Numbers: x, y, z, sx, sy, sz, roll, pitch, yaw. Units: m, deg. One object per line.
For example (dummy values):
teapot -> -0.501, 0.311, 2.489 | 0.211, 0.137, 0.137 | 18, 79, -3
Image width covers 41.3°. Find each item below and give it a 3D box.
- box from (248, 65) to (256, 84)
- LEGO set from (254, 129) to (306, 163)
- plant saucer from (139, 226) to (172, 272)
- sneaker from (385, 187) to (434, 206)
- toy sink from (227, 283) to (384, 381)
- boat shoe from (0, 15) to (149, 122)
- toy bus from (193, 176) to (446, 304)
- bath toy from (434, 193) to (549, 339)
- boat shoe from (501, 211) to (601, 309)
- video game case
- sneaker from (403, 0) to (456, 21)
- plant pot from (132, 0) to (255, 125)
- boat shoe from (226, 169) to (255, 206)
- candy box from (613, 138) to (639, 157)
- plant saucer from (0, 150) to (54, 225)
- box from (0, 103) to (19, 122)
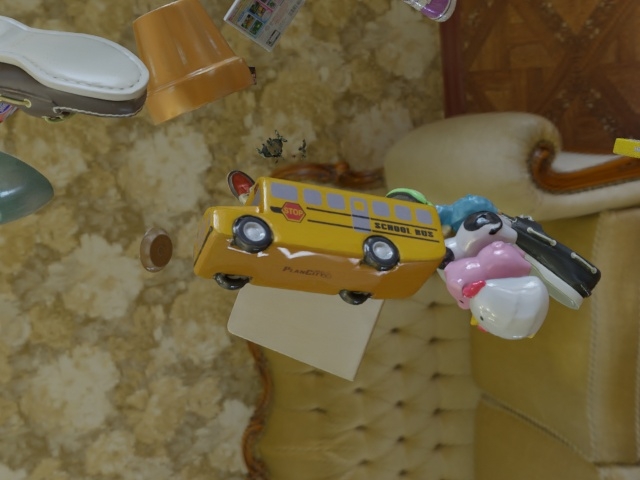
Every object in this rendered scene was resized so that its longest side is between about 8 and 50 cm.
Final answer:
box -> -0.284, -0.359, 1.920 | 0.233, 0.159, 0.044 | -2, 98, 27
LEGO set -> -0.063, -0.144, 1.350 | 0.023, 0.083, 0.054 | 136, 152, -76
plant saucer -> -0.291, 0.018, 1.528 | 0.015, 0.083, 0.083 | 6, 109, 32
sneaker -> 0.143, 0.031, 2.276 | 0.185, 0.202, 0.483 | 42, 136, -5
toy sink -> -0.021, 0.128, 1.476 | 0.131, 0.234, 0.152 | 39, -109, -84
boat shoe -> -0.361, -0.212, 1.108 | 0.325, 0.116, 0.096 | 17, 132, 17
toy bus -> 0.000, 0.000, 1.153 | 0.108, 0.333, 0.130 | 123, 149, -49
bath toy -> 0.257, 0.045, 1.397 | 0.348, 0.129, 0.151 | -102, 33, -63
boat shoe -> 0.399, 0.006, 1.640 | 0.302, 0.091, 0.114 | 40, 171, 3
video game case -> -0.132, -0.556, 2.037 | 0.157, 0.143, 0.019 | -54, 32, 11
sneaker -> 0.201, -0.618, 1.846 | 0.102, 0.161, 0.282 | -41, 48, 42
plant pot -> -0.252, -0.338, 1.575 | 0.205, 0.205, 0.187 | 1, 117, 64
boat shoe -> -0.129, -0.077, 1.626 | 0.137, 0.049, 0.043 | 56, 173, -16
candy box -> 0.520, -0.115, 1.180 | 0.206, 0.105, 0.027 | 28, 111, 61
plant saucer -> -0.375, -0.049, 0.865 | 0.195, 0.195, 0.037 | 141, 137, -62
box -> -0.734, -0.379, 1.763 | 0.300, 0.154, 0.142 | 51, 179, 33
